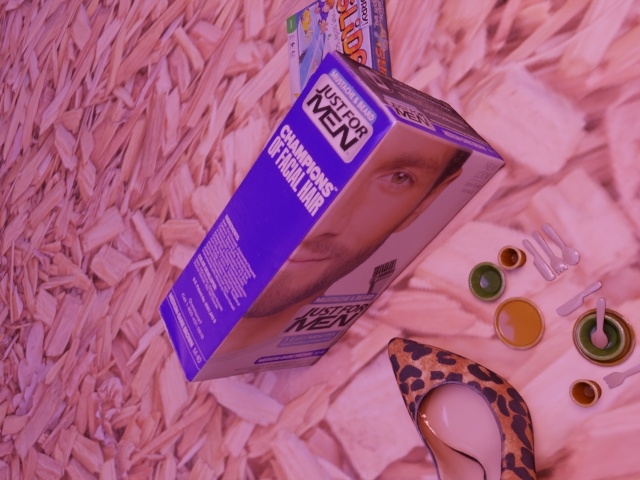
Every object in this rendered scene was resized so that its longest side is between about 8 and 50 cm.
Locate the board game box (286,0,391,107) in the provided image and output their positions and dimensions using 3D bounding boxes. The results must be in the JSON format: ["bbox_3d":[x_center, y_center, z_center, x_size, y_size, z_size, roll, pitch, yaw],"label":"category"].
[{"bbox_3d":[0.021,-0.197,0.660,0.136,0.035,0.201,-12,78,42],"label":"board game box"}]

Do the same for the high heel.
[{"bbox_3d":[0.103,0.172,0.443,0.261,0.186,0.093,46,116,36],"label":"high heel"}]

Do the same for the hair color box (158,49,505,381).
[{"bbox_3d":[0.000,0.000,0.559,0.338,0.185,0.110,-53,54,27],"label":"hair color box"}]

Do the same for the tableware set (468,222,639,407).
[{"bbox_3d":[0.198,0.068,0.477,0.104,0.024,0.154,-45,58,31],"label":"tableware set"}]
